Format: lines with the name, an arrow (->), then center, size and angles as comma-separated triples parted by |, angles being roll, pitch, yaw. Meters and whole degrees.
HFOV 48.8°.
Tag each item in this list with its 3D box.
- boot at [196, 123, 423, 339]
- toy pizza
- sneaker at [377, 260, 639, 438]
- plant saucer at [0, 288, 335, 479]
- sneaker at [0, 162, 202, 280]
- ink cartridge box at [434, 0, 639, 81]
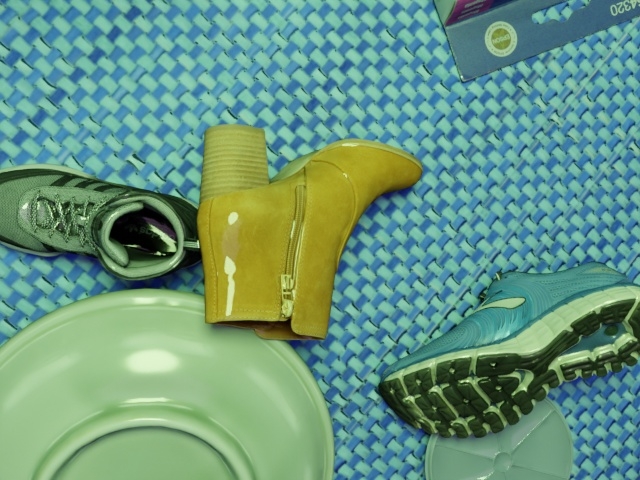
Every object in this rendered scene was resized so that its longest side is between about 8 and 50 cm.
boot -> 0.000, 0.000, 0.752 | 0.295, 0.104, 0.211 | 3, 79, -37
toy pizza -> 0.227, 0.278, 0.902 | 0.202, 0.032, 0.201 | -1, 93, -11
sneaker -> 0.226, 0.124, 0.853 | 0.330, 0.147, 0.129 | -23, 116, 8
plant saucer -> -0.174, 0.252, 0.710 | 0.401, 0.100, 0.400 | -3, 104, -11
sneaker -> -0.240, -0.022, 0.724 | 0.269, 0.153, 0.101 | 9, 92, -12
ink cartridge box -> 0.269, -0.404, 0.853 | 0.324, 0.071, 0.330 | -23, 96, -10
